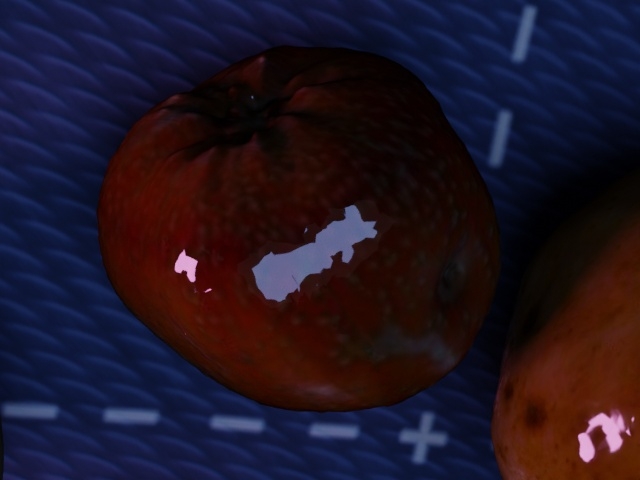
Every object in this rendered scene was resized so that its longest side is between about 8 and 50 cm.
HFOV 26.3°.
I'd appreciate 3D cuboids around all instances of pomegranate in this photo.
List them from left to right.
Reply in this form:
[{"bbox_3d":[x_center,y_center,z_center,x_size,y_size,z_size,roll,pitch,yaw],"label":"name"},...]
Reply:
[{"bbox_3d":[0.311,0.123,1.062,0.410,0.410,0.410,-4,109,-11],"label":"pomegranate"}]

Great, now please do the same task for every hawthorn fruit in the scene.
[{"bbox_3d":[0.000,0.000,0.999,0.275,0.275,0.300,-47,121,6],"label":"hawthorn fruit"}]

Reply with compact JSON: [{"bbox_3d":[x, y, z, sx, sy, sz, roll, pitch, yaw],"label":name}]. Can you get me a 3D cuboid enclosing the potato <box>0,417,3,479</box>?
[{"bbox_3d":[-0.351,0.158,0.969,0.221,0.326,0.243,-27,155,36],"label":"potato"}]
